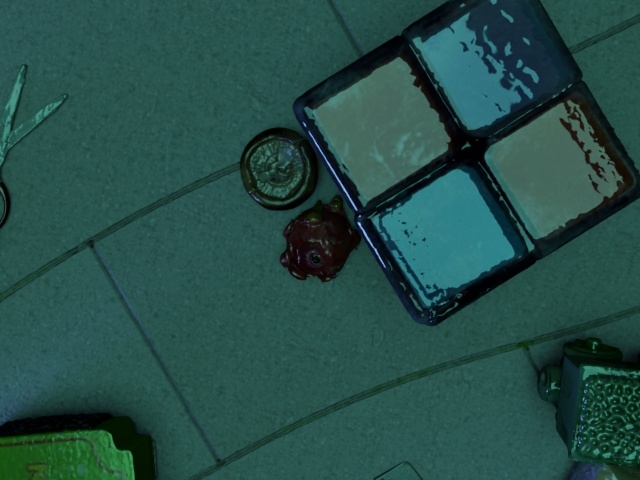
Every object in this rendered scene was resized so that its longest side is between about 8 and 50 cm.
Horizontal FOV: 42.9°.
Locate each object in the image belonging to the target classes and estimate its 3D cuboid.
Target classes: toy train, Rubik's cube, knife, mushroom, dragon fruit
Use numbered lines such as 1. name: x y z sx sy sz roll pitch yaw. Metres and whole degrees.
1. toy train: 0.445 0.225 1.136 0.266 0.202 0.145 5 97 3
2. Rubik's cube: 0.174 -0.117 1.064 0.318 0.316 0.313 -31 93 5
3. knife: 0.173 0.457 1.258 0.072 0.019 0.245 -30 91 3
4. toy train: -0.381 0.384 1.205 0.307 0.173 0.249 -5 85 3
5. mushroom: -0.060 -0.105 1.204 0.123 0.052 0.123 0 91 7
6. dragon fruit: -0.001 0.005 1.204 0.126 0.068 0.112 -33 93 6

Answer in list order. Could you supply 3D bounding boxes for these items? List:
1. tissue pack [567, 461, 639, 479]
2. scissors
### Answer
1. tissue pack: 0.465 0.452 1.194 0.256 0.123 0.215 29 93 -1
2. scissors: -0.486 -0.144 1.237 0.144 0.017 0.248 36 94 -2
